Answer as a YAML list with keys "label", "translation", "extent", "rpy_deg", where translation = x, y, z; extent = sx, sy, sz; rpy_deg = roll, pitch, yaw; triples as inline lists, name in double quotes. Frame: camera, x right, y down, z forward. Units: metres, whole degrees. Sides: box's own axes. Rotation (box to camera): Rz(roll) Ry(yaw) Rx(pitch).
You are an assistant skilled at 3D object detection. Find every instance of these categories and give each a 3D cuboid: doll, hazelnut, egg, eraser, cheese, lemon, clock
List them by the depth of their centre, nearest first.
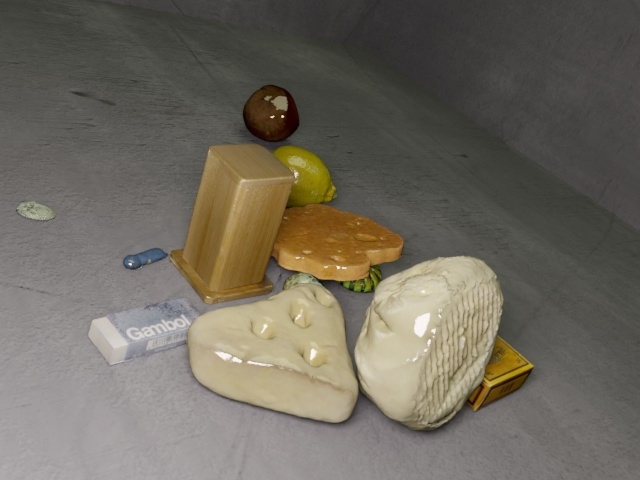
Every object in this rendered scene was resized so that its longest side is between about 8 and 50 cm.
- label: "eraser"
  translation: [-0.325, 0.170, 1.298]
  extent: [0.213, 0.046, 0.092]
  rpy_deg: [-11, 42, -47]
- label: "cheese"
  translation: [-0.100, 0.188, 1.335]
  extent: [0.329, 0.129, 0.351]
  rpy_deg: [15, 29, -15]
- label: "doll"
  translation: [-0.390, 0.039, 1.509]
  extent: [0.037, 0.027, 0.125]
  rpy_deg: [34, 27, 21]
- label: "clock"
  translation: [-0.643, -0.067, 1.531]
  extent: [0.083, 0.010, 0.074]
  rpy_deg: [17, 28, -10]
- label: "egg"
  translation: [-0.033, 0.118, 1.555]
  extent: [0.110, 0.085, 0.085]
  rpy_deg: [15, 28, -4]
- label: "lemon"
  translation: [-0.067, -0.178, 1.953]
  extent: [0.249, 0.184, 0.184]
  rpy_deg: [21, 27, -13]
- label: "hazelnut"
  translation: [-0.167, -0.429, 2.352]
  extent: [0.208, 0.208, 0.208]
  rpy_deg: [17, 28, -9]

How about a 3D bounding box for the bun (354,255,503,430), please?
- label: "bun"
  translation: [0.201, 0.190, 1.345]
  extent: [0.211, 0.359, 0.360]
  rpy_deg: [25, 24, 39]

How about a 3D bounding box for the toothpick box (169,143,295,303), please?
- label: "toothpick box"
  translation: [-0.187, -0.042, 1.496]
  extent: [0.190, 0.308, 0.187]
  rpy_deg: [-7, 39, -40]

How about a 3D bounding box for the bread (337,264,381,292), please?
- label: "bread"
  translation: [0.091, 0.077, 1.736]
  extent: [0.139, 0.071, 0.130]
  rpy_deg: [35, 35, 24]

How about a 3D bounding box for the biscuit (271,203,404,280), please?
- label: "biscuit"
  translation: [0.024, 0.007, 1.708]
  extent: [0.351, 0.057, 0.312]
  rpy_deg: [16, 31, 19]

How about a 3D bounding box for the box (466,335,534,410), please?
- label: "box"
  translation: [0.320, 0.245, 1.583]
  extent: [0.193, 0.084, 0.301]
  rpy_deg: [-9, 41, -43]
